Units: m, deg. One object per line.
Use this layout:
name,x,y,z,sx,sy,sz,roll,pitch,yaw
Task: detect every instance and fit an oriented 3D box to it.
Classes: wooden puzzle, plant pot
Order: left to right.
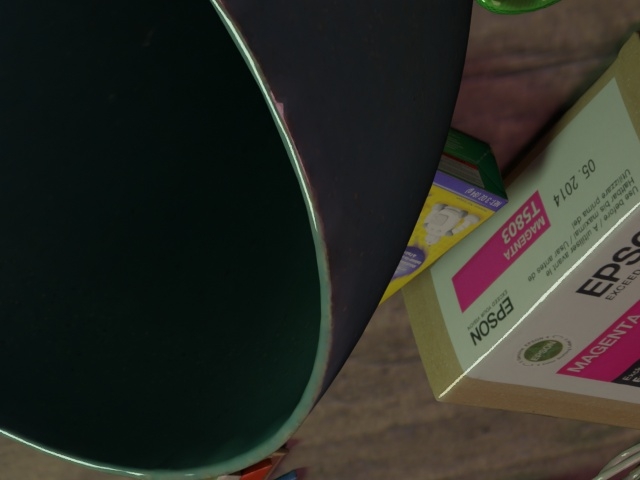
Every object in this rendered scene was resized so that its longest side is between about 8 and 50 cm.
plant pot,-0.067,-0.100,0.546,0.290,0.195,0.290,26,143,21
wooden puzzle,-0.065,0.154,1.179,0.116,0.014,0.078,3,142,-22

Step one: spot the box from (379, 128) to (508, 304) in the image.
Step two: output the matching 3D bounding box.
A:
box,0.000,0.000,0.966,0.105,0.043,0.179,20,134,-38

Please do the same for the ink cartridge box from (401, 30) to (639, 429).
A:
ink cartridge box,0.189,0.007,1.000,0.193,0.088,0.234,10,139,-31

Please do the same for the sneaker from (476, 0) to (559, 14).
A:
sneaker,0.051,-0.214,0.599,0.134,0.146,0.343,-20,144,9

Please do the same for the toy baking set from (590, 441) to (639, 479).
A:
toy baking set,0.238,0.120,1.153,0.197,0.030,0.256,-37,174,15
